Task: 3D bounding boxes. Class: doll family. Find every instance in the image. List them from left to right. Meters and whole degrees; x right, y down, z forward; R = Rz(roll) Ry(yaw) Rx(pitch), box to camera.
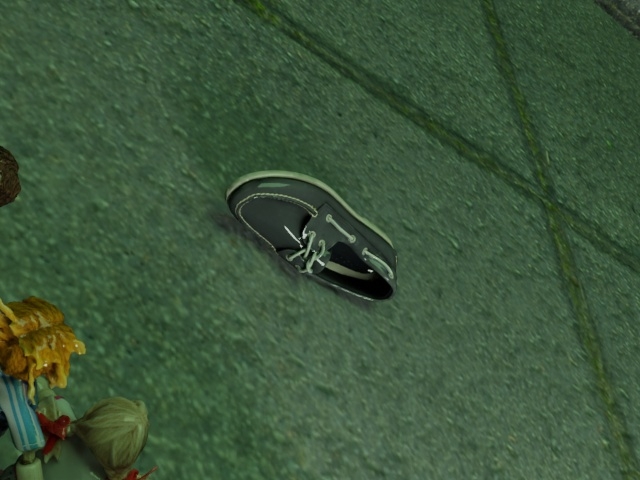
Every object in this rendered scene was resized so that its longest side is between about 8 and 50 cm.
[{"bbox_3d":[-0.195,0.058,0.557,0.118,0.163,0.263,-12,66,-55],"label":"doll family"}]

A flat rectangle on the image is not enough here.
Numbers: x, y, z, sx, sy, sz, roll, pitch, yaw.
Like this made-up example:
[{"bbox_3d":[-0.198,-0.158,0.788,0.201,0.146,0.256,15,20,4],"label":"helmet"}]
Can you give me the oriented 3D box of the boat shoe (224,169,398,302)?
[{"bbox_3d":[0.000,0.000,0.951,0.206,0.075,0.065,28,34,-39],"label":"boat shoe"}]
